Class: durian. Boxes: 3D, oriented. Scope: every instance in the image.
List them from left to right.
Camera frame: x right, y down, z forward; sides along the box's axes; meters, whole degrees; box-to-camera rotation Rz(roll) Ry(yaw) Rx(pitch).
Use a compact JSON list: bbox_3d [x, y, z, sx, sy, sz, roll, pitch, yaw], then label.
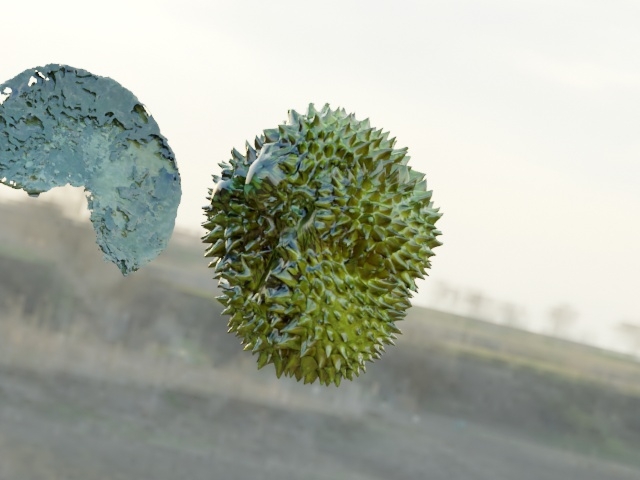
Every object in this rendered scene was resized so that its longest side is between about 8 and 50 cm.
[{"bbox_3d":[0.001,-0.001,1.923,0.291,0.291,0.225,11,13,40],"label":"durian"}]

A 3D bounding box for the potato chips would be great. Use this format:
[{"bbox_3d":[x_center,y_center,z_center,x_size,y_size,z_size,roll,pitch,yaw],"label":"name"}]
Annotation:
[{"bbox_3d":[-0.221,-0.069,1.742,0.220,0.202,0.029,47,-39,4],"label":"potato chips"}]
